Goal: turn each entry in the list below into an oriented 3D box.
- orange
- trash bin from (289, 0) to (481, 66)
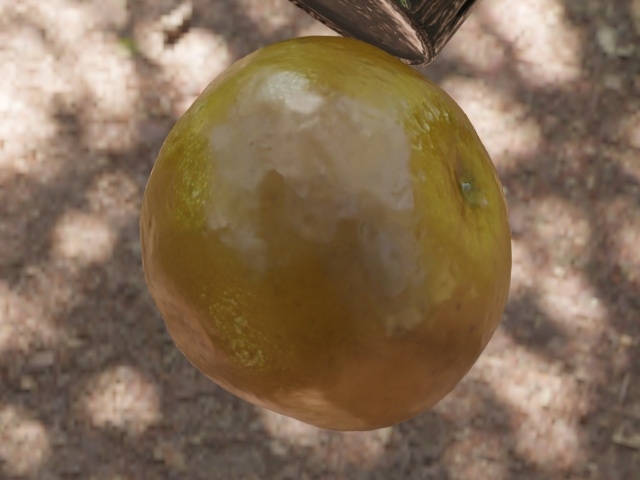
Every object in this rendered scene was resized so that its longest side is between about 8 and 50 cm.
[{"bbox_3d":[0.000,0.000,0.722,0.136,0.159,0.159,-19,35,25],"label":"orange"},{"bbox_3d":[0.086,-0.275,0.973,0.214,0.214,0.334,31,82,26],"label":"trash bin"}]
